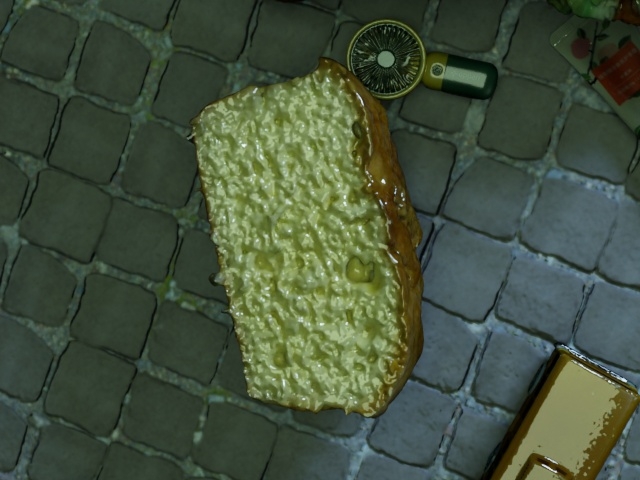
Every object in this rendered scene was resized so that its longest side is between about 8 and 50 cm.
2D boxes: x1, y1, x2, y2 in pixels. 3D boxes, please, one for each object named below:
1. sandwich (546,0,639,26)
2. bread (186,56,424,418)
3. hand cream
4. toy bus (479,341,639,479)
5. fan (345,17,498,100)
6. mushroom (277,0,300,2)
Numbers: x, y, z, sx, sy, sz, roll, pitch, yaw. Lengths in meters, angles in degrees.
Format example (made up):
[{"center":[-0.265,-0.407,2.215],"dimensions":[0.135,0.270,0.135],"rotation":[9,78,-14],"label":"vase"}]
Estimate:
[{"center":[0.320,-0.264,1.384],"dimensions":[0.301,0.250,0.162],"rotation":[32,141,-15],"label":"sandwich"},{"center":[0.000,0.000,1.432],"dimensions":[0.194,0.179,0.340],"rotation":[-11,93,10],"label":"bread"},{"center":[0.327,-0.138,1.450],"dimensions":[0.080,0.050,0.234],"rotation":[-39,81,11],"label":"hand cream"},{"center":[0.227,0.212,1.439],"dimensions":[0.098,0.114,0.201],"rotation":[29,94,4],"label":"toy bus"},{"center":[0.103,-0.173,1.478],"dimensions":[0.155,0.039,0.082],"rotation":[14,94,5],"label":"fan"},{"center":[0.027,-0.335,1.335],"dimensions":[0.345,0.345,0.239],"rotation":[-7,107,8],"label":"mushroom"}]
